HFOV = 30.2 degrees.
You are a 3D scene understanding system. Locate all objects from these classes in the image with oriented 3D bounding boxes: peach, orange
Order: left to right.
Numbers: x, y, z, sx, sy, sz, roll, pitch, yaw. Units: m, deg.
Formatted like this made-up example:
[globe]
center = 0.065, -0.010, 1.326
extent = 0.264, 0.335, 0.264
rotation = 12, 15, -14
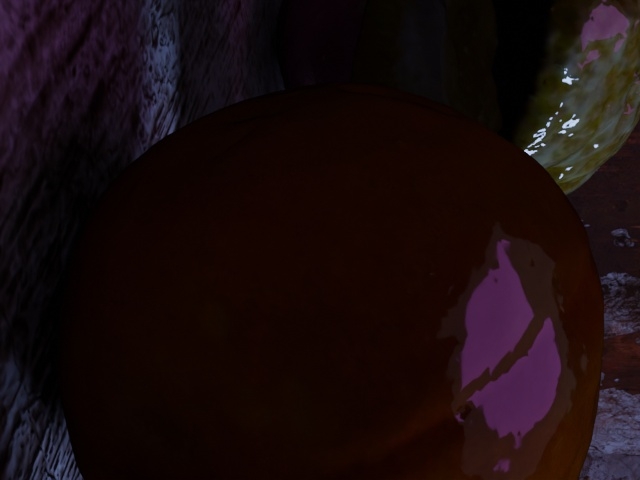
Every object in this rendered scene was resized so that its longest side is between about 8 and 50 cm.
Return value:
[peach]
center = 0.002, 0.079, 0.730
extent = 0.301, 0.342, 0.343
rotation = -45, 137, -48
[orange]
center = 0.153, -0.159, 0.955
extent = 0.369, 0.210, 0.271
rotation = 122, -47, -64

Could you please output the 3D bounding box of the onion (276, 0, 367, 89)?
[onion]
center = 0.111, -0.164, 1.286
extent = 0.358, 0.358, 0.345
rotation = -30, 142, -77
